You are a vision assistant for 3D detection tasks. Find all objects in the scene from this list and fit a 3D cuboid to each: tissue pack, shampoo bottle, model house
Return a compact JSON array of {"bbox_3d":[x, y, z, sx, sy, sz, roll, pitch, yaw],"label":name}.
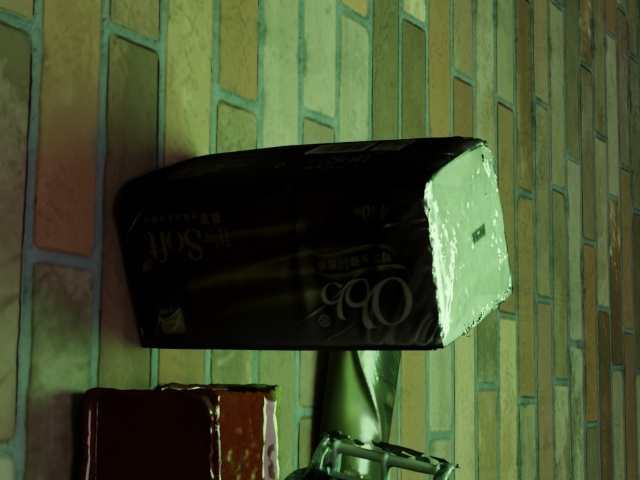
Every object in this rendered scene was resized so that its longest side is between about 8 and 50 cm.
[{"bbox_3d":[0.000,0.000,1.271,0.210,0.370,0.198,-23,108,-59],"label":"tissue pack"},{"bbox_3d":[0.060,0.164,1.646,0.125,0.084,0.350,32,60,-50],"label":"shampoo bottle"},{"bbox_3d":[-0.114,0.245,1.259,0.254,0.160,0.196,8,79,-61],"label":"model house"}]

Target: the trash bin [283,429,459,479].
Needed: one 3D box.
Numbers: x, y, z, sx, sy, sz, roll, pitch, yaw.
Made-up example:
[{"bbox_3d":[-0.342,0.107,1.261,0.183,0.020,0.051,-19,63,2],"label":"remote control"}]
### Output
[{"bbox_3d":[0.085,0.438,1.499,0.367,0.256,0.296,53,50,-53],"label":"trash bin"}]
